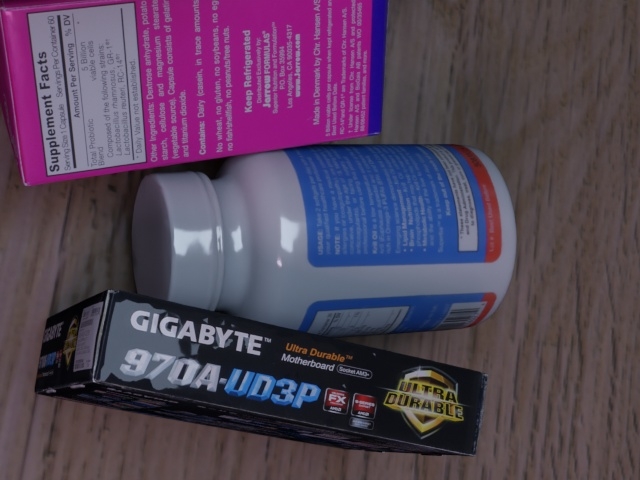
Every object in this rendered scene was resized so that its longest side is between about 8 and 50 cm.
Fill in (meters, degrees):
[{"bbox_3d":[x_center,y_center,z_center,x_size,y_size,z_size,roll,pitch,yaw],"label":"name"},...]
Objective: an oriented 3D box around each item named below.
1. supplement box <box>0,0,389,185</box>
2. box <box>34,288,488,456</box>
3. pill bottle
[{"bbox_3d":[-0.081,-0.119,0.720,0.220,0.111,0.114,-8,122,-16],"label":"supplement box"},{"bbox_3d":[-0.041,0.083,0.700,0.220,0.175,0.051,14,77,-20],"label":"box"},{"bbox_3d":[0.000,0.000,0.761,0.221,0.124,0.124,-1,81,-24],"label":"pill bottle"}]
